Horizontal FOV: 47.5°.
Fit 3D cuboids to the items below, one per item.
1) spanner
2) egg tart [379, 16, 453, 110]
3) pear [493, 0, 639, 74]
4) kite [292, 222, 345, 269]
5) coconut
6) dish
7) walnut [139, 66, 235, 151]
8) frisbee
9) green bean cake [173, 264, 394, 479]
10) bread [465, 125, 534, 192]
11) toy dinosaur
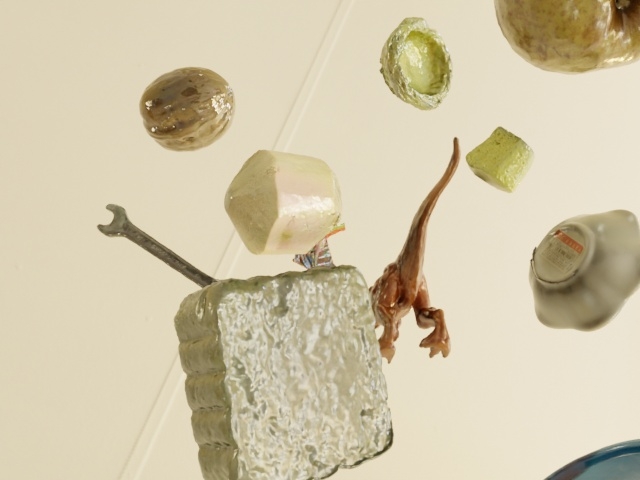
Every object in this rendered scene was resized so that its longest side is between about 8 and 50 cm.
[{"bbox_3d":[-0.236,0.027,1.134,0.254,0.015,0.054,34,-112,-2],"label":"spanner"},{"bbox_3d":[0.188,-0.350,1.478,0.197,0.078,0.197,6,-99,-39],"label":"egg tart"},{"bbox_3d":[0.290,-0.285,0.763,0.188,0.228,0.211,6,-136,-27],"label":"pear"},{"bbox_3d":[0.000,0.000,1.204,0.159,0.010,0.190,-41,-59,-49],"label":"kite"},{"bbox_3d":[-0.059,-0.053,1.010,0.153,0.147,0.147,3,-116,-33],"label":"coconut"},{"bbox_3d":[0.405,0.033,1.165,0.081,0.229,0.229,30,-119,-27],"label":"dish"},{"bbox_3d":[-0.223,-0.219,1.225,0.162,0.140,0.140,-7,-117,23],"label":"walnut"},{"bbox_3d":[0.303,0.300,0.794,0.242,0.242,0.045,-31,-92,-21],"label":"frisbee"},{"bbox_3d":[-0.031,0.124,0.664,0.183,0.094,0.185,-6,-100,-40],"label":"green bean cake"},{"bbox_3d":[0.385,-0.165,1.543,0.114,0.111,0.129,-50,-139,8],"label":"bread"},{"bbox_3d":[0.133,0.076,1.085,0.097,0.432,0.208,16,-138,-21],"label":"toy dinosaur"}]
